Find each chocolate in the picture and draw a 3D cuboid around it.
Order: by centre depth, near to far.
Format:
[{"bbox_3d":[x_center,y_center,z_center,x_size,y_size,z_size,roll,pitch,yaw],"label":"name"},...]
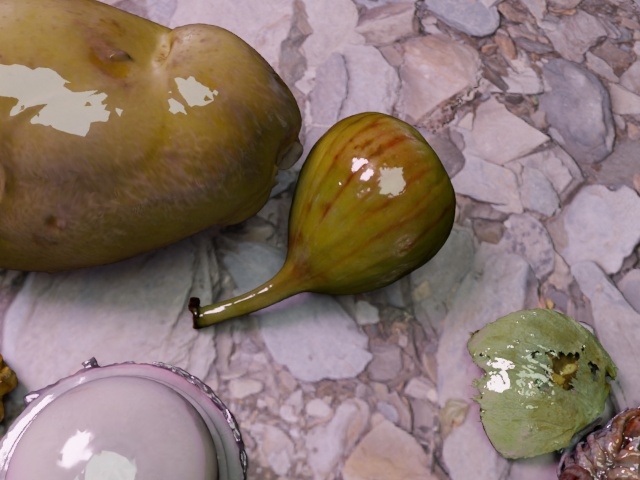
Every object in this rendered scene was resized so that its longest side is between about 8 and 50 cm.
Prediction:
[{"bbox_3d":[-0.146,0.176,0.412,0.221,0.147,0.222,4,70,-10],"label":"chocolate"}]

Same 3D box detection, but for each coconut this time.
[{"bbox_3d":[0.202,0.122,0.544,0.133,0.055,0.158,39,65,6],"label":"coconut"}]

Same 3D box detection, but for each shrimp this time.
[{"bbox_3d":[0.265,0.189,0.518,0.232,0.079,0.090,-37,39,-24],"label":"shrimp"}]

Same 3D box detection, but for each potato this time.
[{"bbox_3d":[-0.186,-0.088,0.485,0.350,0.202,0.219,3,67,-9],"label":"potato"}]

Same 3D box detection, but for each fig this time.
[{"bbox_3d":[0.000,0.000,0.517,0.259,0.151,0.151,-38,78,-16],"label":"fig"}]

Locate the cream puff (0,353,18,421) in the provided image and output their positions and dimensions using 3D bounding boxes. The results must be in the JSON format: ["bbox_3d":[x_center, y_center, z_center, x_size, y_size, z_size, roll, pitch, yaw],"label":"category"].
[{"bbox_3d":[-0.284,0.119,0.459,0.083,0.058,0.083,17,63,0],"label":"cream puff"}]
